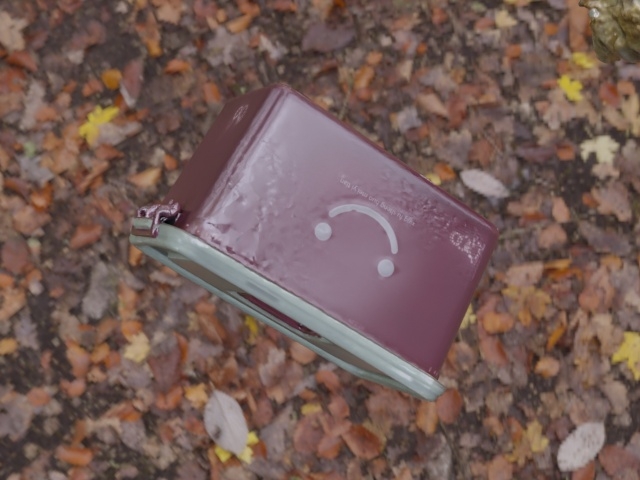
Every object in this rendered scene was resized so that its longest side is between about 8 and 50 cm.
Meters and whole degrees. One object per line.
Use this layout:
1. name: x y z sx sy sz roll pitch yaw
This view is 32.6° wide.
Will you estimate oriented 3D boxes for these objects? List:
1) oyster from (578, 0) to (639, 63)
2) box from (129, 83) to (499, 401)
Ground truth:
1. oyster: 0.386 -0.216 1.054 0.201 0.354 0.107 42 70 -12
2. box: 0.000 0.000 0.959 0.168 0.294 0.193 -62 20 -11
